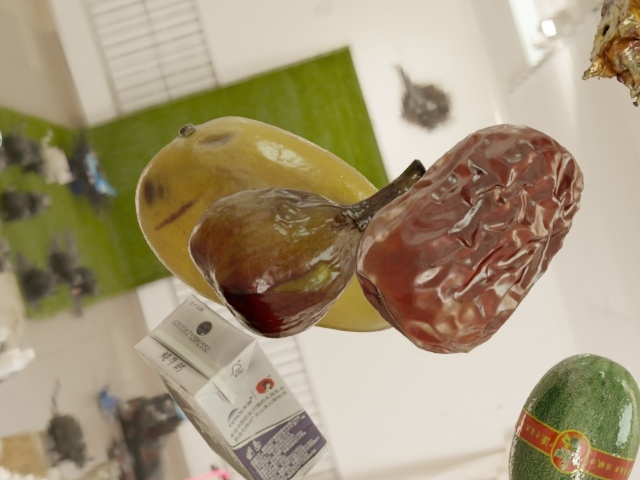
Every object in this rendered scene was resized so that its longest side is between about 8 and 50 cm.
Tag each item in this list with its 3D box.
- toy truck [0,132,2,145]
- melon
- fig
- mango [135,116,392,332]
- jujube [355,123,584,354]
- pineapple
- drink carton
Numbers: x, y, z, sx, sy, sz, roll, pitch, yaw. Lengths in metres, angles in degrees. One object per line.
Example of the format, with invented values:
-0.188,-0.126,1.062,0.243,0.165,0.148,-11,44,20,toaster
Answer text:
-0.441,-0.116,1.527,0.077,0.169,0.100,-18,76,-45,toy truck
0.371,0.306,1.945,0.182,0.182,0.287,-84,-169,-84,melon
-0.014,-0.008,1.552,0.190,0.290,0.190,48,19,-22,fig
-0.054,-0.003,1.917,0.301,0.445,0.220,-56,-178,36,mango
0.137,-0.007,1.207,0.155,0.230,0.155,38,-11,9,jujube
0.298,-0.244,1.157,0.135,0.080,0.233,-43,-148,55,pineapple
-0.099,0.181,1.524,0.134,0.102,0.222,33,-21,46,drink carton
